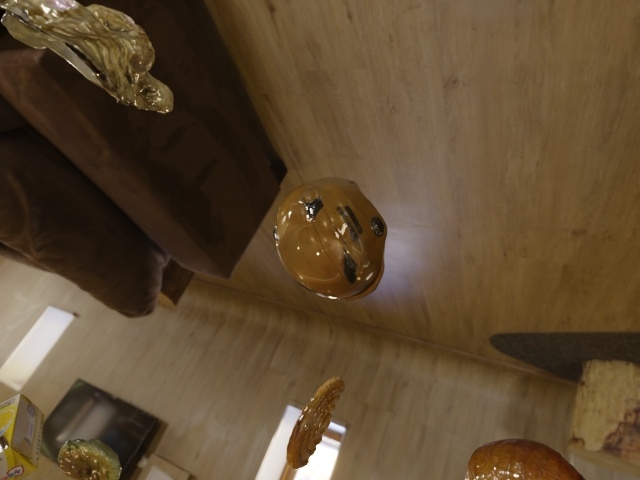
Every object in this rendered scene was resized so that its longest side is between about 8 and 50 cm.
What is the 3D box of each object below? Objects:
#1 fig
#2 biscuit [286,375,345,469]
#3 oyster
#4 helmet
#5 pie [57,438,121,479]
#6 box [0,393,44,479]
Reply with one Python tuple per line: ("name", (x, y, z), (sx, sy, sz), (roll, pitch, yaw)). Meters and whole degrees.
("fig", (0.208, 0.277, 0.398), (0.119, 0.153, 0.119), (3, 132, 3))
("biscuit", (-0.014, 0.414, 0.927), (0.033, 0.224, 0.144), (21, 166, 29))
("oyster", (-0.233, -0.199, 0.428), (0.163, 0.081, 0.191), (26, 170, 25))
("helmet", (0.000, 0.000, 0.694), (0.198, 0.224, 0.130), (-30, 164, 38))
("pie", (-0.297, 0.289, 0.528), (0.085, 0.020, 0.084), (3, 113, 7))
("box", (-0.755, 0.475, 0.872), (0.168, 0.265, 0.097), (42, 154, 54))
